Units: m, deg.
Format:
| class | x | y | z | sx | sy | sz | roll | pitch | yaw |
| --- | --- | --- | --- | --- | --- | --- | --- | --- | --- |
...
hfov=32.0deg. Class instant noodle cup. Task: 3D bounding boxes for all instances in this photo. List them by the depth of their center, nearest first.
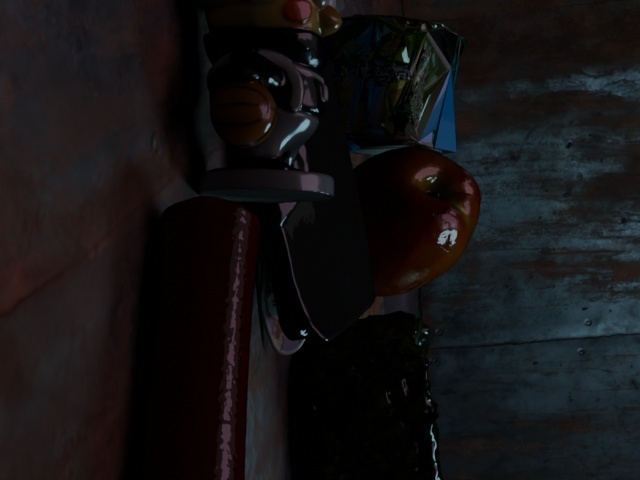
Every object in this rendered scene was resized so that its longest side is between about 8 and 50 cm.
| class | x | y | z | sx | sy | sz | roll | pitch | yaw |
| --- | --- | --- | --- | --- | --- | --- | --- | --- | --- |
| instant noodle cup | 0.102 | -0.225 | 1.693 | 0.240 | 0.240 | 0.178 | 22 | 73 | -80 |

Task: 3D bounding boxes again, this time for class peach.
| class | x | y | z | sx | sy | sz | roll | pitch | yaw |
| --- | --- | --- | --- | --- | --- | --- | --- | --- | --- |
| peach | 0.117 | -0.027 | 1.642 | 0.200 | 0.243 | 0.243 | 62 | 4 | 12 |

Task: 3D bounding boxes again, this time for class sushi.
| class | x | y | z | sx | sy | sz | roll | pitch | yaw |
| --- | --- | --- | --- | --- | --- | --- | --- | --- | --- |
| sushi | 0.075 | 0.265 | 1.442 | 0.294 | 0.178 | 0.352 | -66 | 149 | -76 |

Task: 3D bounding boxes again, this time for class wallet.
| class | x | y | z | sx | sy | sz | roll | pitch | yaw |
| --- | --- | --- | --- | --- | --- | --- | --- | --- | --- |
| wallet | -0.020 | -0.090 | 1.157 | 0.197 | 0.051 | 0.378 | -31 | 111 | -62 |

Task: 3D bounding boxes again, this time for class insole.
| class | x | y | z | sx | sy | sz | roll | pitch | yaw |
| --- | --- | --- | --- | --- | --- | --- | --- | --- | --- |
| insole | -0.041 | 0.027 | 1.192 | 0.004 | 0.065 | 0.197 | 10 | -71 | 55 |

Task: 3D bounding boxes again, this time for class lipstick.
| class | x | y | z | sx | sy | sz | roll | pitch | yaw |
| --- | --- | --- | --- | --- | --- | --- | --- | --- | --- |
| lipstick | -0.086 | 0.087 | 0.799 | 0.080 | 0.080 | 0.241 | 69 | 20 | -63 |

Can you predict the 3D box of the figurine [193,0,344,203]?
| class | x | y | z | sx | sy | sz | roll | pitch | yaw |
| --- | --- | --- | --- | --- | --- | --- | --- | --- | --- |
| figurine | -0.049 | -0.155 | 0.957 | 0.176 | 0.132 | 0.236 | 35 | 56 | -82 |
